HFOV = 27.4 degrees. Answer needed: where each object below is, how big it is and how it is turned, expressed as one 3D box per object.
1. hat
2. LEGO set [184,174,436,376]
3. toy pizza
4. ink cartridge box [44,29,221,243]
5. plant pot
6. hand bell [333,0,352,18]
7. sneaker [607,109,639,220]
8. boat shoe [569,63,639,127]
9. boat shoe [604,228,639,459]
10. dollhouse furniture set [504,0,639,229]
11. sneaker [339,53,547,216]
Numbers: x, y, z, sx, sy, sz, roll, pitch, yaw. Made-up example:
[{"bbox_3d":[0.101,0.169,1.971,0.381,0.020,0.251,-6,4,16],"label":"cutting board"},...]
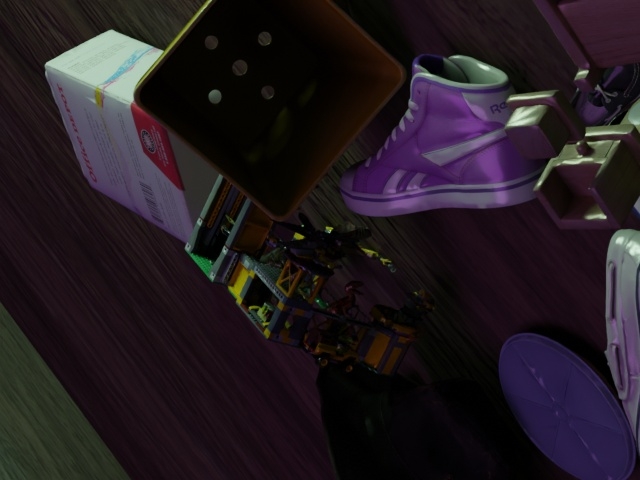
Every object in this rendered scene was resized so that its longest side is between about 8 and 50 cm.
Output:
[{"bbox_3d":[0.149,0.242,1.577,0.134,0.331,0.331,-39,84,26],"label":"hat"},{"bbox_3d":[0.000,0.000,1.569,0.192,0.255,0.331,-64,27,13],"label":"LEGO set"},{"bbox_3d":[0.280,0.185,1.473,0.201,0.032,0.201,41,150,30],"label":"toy pizza"},{"bbox_3d":[-0.236,-0.149,1.858,0.306,0.131,0.226,29,143,45],"label":"ink cartridge box"},{"bbox_3d":[-0.071,-0.181,1.432,0.212,0.212,0.187,40,-179,-20],"label":"plant pot"},{"bbox_3d":[-0.037,-0.326,1.388,0.126,0.126,0.242,6,136,57],"label":"hand bell"},{"bbox_3d":[0.347,0.059,1.109,0.323,0.130,0.236,38,144,22],"label":"sneaker"},{"bbox_3d":[0.251,-0.131,1.165,0.046,0.038,0.125,52,153,8],"label":"boat shoe"},{"bbox_3d":[0.317,0.111,1.263,0.088,0.096,0.267,29,141,50],"label":"boat shoe"},{"bbox_3d":[0.224,-0.188,0.870,0.303,0.174,0.355,-1,137,49],"label":"dollhouse furniture set"},{"bbox_3d":[0.110,-0.116,1.367,0.282,0.102,0.161,-5,112,49],"label":"sneaker"}]
